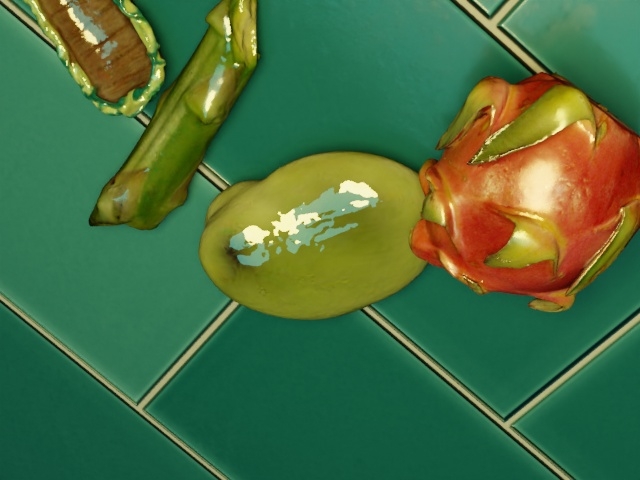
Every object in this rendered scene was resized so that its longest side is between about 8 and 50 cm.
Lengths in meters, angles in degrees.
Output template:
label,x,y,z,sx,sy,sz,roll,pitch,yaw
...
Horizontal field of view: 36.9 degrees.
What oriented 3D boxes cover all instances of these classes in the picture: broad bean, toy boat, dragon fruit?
label,x,y,z,sx,sy,sz,roll,pitch,yaw
broad bean,0.000,0.000,1.028,0.263,0.121,0.189,-10,114,16
toy boat,-0.265,-0.262,0.995,0.108,0.099,0.293,-28,111,23
dragon fruit,0.195,-0.047,0.905,0.224,0.224,0.227,36,98,-3

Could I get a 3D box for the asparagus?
label,x,y,z,sx,sy,sz,roll,pitch,yaw
asparagus,-0.146,-0.127,1.033,0.085,0.082,0.343,46,116,13
